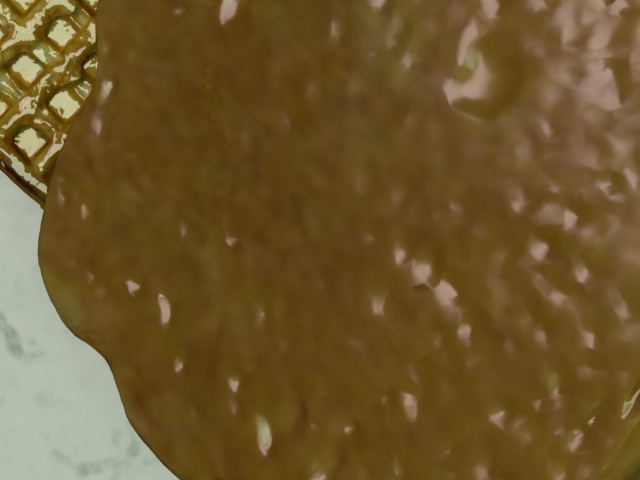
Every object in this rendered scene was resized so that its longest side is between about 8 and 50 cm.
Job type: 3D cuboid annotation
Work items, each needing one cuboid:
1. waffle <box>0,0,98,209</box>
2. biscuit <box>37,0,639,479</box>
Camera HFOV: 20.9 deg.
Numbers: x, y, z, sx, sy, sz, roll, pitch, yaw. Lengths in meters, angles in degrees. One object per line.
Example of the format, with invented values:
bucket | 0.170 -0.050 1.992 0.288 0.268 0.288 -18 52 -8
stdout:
waffle | -0.131 -0.091 0.760 0.148 0.042 0.102 43 88 -4
biscuit | 0.042 -0.053 0.648 0.312 0.057 0.351 16 96 29
